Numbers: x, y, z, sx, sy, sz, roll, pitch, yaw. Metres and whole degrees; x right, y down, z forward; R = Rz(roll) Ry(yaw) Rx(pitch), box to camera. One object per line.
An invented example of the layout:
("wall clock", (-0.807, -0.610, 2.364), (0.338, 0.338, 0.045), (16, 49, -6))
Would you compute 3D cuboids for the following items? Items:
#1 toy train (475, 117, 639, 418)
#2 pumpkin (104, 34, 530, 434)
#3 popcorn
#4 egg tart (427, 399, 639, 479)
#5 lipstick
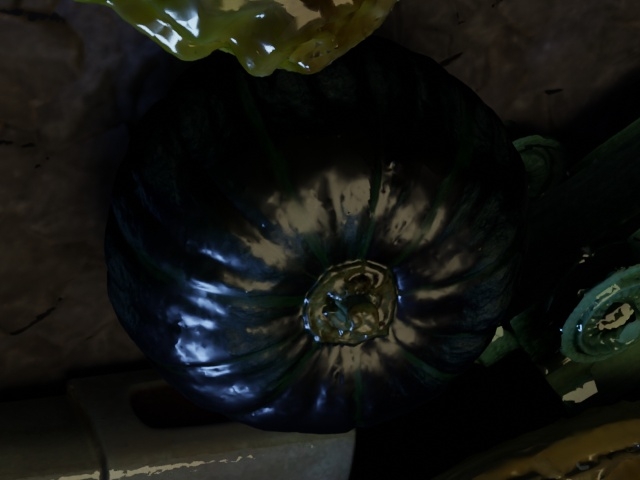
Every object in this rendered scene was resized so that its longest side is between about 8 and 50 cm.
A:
("toy train", (0.205, -0.012, 1.007), (0.307, 0.126, 0.189), (-35, 134, 0))
("pumpkin", (0.000, 0.000, 0.892), (0.202, 0.140, 0.202), (-8, 129, -11))
("popcorn", (-0.028, -0.145, 0.767), (0.173, 0.142, 0.173), (-16, 130, -20))
("egg tart", (0.116, 0.220, 1.078), (0.345, 0.132, 0.345), (-21, 155, -10))
("lipstick", (-0.114, 0.113, 0.967), (0.253, 0.079, 0.077), (-6, 128, -23))
